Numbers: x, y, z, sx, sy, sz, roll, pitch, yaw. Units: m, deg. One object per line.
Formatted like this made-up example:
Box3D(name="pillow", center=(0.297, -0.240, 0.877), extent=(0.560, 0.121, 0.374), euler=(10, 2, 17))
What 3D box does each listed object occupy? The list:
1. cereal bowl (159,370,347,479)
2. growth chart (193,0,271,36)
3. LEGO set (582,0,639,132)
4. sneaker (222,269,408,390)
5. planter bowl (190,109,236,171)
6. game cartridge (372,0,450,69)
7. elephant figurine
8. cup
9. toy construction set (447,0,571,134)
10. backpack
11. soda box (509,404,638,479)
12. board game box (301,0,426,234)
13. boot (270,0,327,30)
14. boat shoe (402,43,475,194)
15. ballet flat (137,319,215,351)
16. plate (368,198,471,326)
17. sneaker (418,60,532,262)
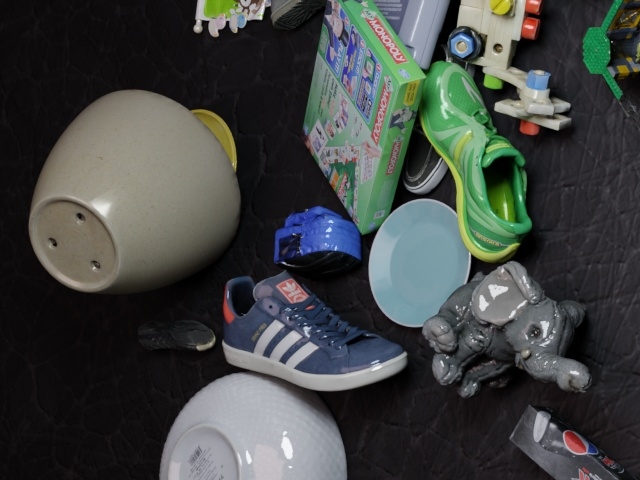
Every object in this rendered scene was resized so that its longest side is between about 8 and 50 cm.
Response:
Box3D(name="cereal bowl", center=(-0.130, 0.364, 2.095), extent=(0.339, 0.141, 0.339), euler=(-8, 78, 40))
Box3D(name="growth chart", center=(-0.128, -0.440, 2.321), extent=(0.237, 0.021, 0.172), euler=(-7, 78, 41))
Box3D(name="LEGO set", center=(0.490, -0.215, 1.672), extent=(0.255, 0.192, 0.331), euler=(103, 150, -42))
Box3D(name="sneaker", center=(-0.023, 0.124, 2.031), extent=(0.350, 0.131, 0.148), euler=(6, 107, 41))
Box3D(name="planter bowl", center=(-0.250, -0.125, 2.323), extent=(0.217, 0.090, 0.217), euler=(-10, 75, 40))
Box3D(name="game cartridge", center=(0.113, -0.353, 1.999), extent=(0.294, 0.060, 0.196), euler=(-151, 73, -68))
Box3D(name="elephant figurine", center=(0.268, 0.115, 1.786), extent=(0.239, 0.169, 0.186), euler=(-21, 83, 43))
Box3D(name="cup", center=(-0.325, -0.044, 2.178), extent=(0.331, 0.237, 0.331), euler=(12, 120, 21))
Box3D(name="toy construction set", center=(0.289, -0.312, 1.863), extent=(0.215, 0.151, 0.328), euler=(14, 100, 17))
Box3D(name="backpack", center=(0.000, 0.000, 2.076), extent=(0.120, 0.098, 0.101), euler=(-12, 71, 40))
Box3D(name="soda box", center=(0.326, 0.283, 1.768), extent=(0.169, 0.053, 0.060), euler=(40, 108, 38))
Box3D(name="board game box", center=(0.055, -0.189, 1.985), extent=(0.213, 0.046, 0.317), euler=(59, 153, 31))
Box3D(name="boot", center=(-0.040, -0.465, 2.203), extent=(0.189, 0.076, 0.208), euler=(-26, 65, 25))
Box3D(name="boat shoe", center=(0.155, -0.176, 1.991), extent=(0.077, 0.070, 0.219), euler=(19, 95, 42))
Box3D(name="ballet flat", center=(-0.237, 0.164, 2.297), extent=(0.173, 0.049, 0.057), euler=(3, 39, 41))
Box3D(name="plate", center=(0.148, 0.033, 1.988), extent=(0.188, 0.024, 0.188), euler=(-11, 74, 42))
Box3D(name="sneaker", center=(0.227, -0.120, 1.883), extent=(0.123, 0.109, 0.296), euler=(-40, 65, 55))
